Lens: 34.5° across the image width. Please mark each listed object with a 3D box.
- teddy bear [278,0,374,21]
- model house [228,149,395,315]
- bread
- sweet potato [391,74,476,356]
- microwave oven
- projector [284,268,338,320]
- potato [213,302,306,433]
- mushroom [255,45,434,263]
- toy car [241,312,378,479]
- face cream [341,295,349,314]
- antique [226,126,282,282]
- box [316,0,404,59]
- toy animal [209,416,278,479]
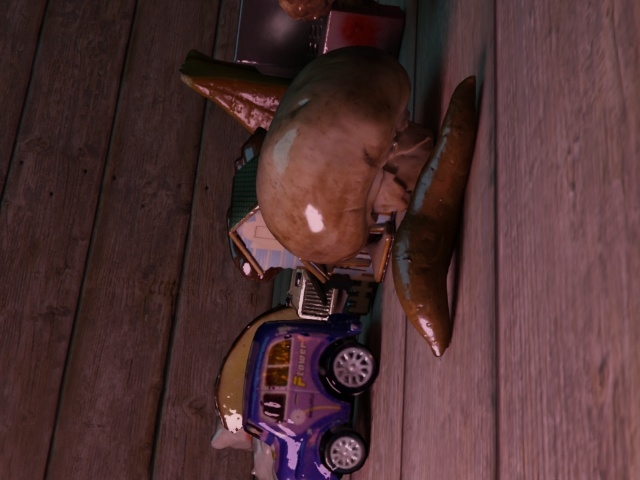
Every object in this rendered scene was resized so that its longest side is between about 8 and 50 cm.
[{"bbox_3d":[0.060,-0.386,1.236,0.296,0.222,0.246,61,-133,-72],"label":"teddy bear"},{"bbox_3d":[-0.016,-0.033,1.333,0.178,0.206,0.271,-89,9,-50],"label":"model house"},{"bbox_3d":[-0.163,-0.290,2.401,0.233,0.361,0.245,-100,20,-70],"label":"bread"},{"bbox_3d":[0.101,-0.024,0.922,0.069,0.059,0.250,3,82,65],"label":"sweet potato"},{"bbox_3d":[-0.053,-0.530,2.211,0.432,0.236,0.374,-101,19,-74],"label":"microwave oven"},{"bbox_3d":[0.000,0.000,1.743,0.193,0.088,0.270,130,148,-85],"label":"projector"},{"bbox_3d":[-0.118,0.218,1.956,0.269,0.112,0.255,-49,2,-6],"label":"potato"},{"bbox_3d":[0.024,-0.087,1.119,0.255,0.184,0.255,-175,90,-86],"label":"mushroom"},{"bbox_3d":[-0.021,0.206,1.317,0.172,0.158,0.235,138,138,-81],"label":"toy car"},{"bbox_3d":[0.042,0.106,1.505,0.083,0.021,0.040,107,169,-60],"label":"face cream"},{"bbox_3d":[-0.093,-0.074,1.738,0.143,0.121,0.257,110,167,-60],"label":"antique"},{"bbox_3d":[0.051,-0.259,1.451,0.060,0.111,0.156,-94,11,-62],"label":"box"},{"bbox_3d":[-0.114,0.398,1.973,0.266,0.188,0.308,124,158,-58],"label":"toy animal"}]
